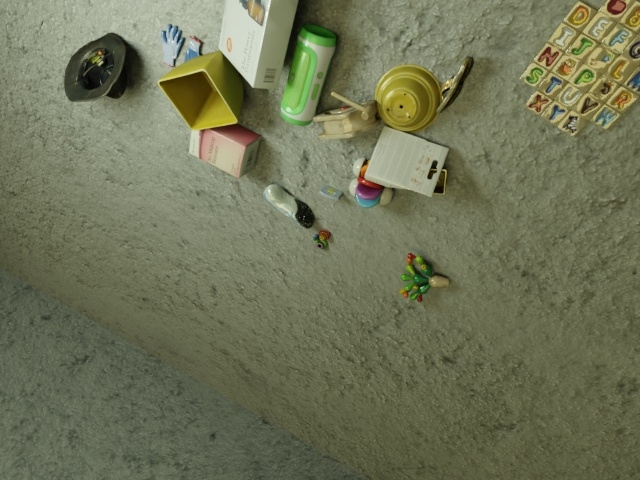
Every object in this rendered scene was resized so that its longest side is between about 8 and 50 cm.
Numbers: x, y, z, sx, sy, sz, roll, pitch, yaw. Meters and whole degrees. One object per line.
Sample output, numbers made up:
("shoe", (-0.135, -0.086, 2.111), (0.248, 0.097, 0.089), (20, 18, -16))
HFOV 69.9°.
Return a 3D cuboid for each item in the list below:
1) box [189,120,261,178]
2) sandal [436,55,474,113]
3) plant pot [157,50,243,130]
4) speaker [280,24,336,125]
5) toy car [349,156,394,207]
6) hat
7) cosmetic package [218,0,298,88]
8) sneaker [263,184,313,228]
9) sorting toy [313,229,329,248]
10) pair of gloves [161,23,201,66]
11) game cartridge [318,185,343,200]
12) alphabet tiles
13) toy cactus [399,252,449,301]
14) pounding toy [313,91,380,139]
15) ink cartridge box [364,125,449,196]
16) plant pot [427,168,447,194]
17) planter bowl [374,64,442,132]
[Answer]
("box", (-0.366, -0.367, 1.757), (0.233, 0.127, 0.148), (27, 129, 8))
("sandal", (0.391, -0.463, 1.359), (0.049, 0.072, 0.180), (38, 130, 20))
("plant pot", (-0.388, -0.537, 1.596), (0.212, 0.187, 0.212), (-1, 140, 28))
("speaker", (-0.044, -0.531, 1.491), (0.131, 0.131, 0.296), (27, 129, 8))
("toy car", (0.175, -0.192, 1.595), (0.159, 0.136, 0.181), (19, 127, 14))
("hat", (-0.837, -0.632, 1.776), (0.332, 0.331, 0.134), (5, 160, 24))
("cosmetic package", (-0.189, -0.700, 1.385), (0.284, 0.098, 0.377), (54, 139, 35))
("sneaker", (-0.125, -0.132, 1.830), (0.237, 0.085, 0.086), (41, 156, -7))
("sorting toy", (0.000, 0.000, 1.868), (0.061, 0.042, 0.101), (25, 129, 10))
("pair of gloves", (-0.505, -0.689, 1.684), (0.198, 0.023, 0.159), (30, 131, 7))
("game cartridge", (0.038, -0.178, 1.725), (0.083, 0.056, 0.017), (22, 135, 12))
("alphabet tiles", (0.730, -0.460, 1.225), (0.285, 0.011, 0.342), (33, 129, 4))
("toy cactus", (0.396, 0.151, 1.744), (0.181, 0.112, 0.218), (6, 115, 11))
("pounding toy", (0.094, -0.427, 1.489), (0.270, 0.154, 0.154), (9, 126, 45))
("ink cartridge box", (0.279, -0.252, 1.493), (0.225, 0.180, 0.056), (21, 172, 5))
("plant pot", (0.379, -0.199, 1.518), (0.082, 0.083, 0.081), (7, 104, 22))
("planter bowl", (0.262, -0.427, 1.429), (0.217, 0.090, 0.217), (13, 126, 19))
